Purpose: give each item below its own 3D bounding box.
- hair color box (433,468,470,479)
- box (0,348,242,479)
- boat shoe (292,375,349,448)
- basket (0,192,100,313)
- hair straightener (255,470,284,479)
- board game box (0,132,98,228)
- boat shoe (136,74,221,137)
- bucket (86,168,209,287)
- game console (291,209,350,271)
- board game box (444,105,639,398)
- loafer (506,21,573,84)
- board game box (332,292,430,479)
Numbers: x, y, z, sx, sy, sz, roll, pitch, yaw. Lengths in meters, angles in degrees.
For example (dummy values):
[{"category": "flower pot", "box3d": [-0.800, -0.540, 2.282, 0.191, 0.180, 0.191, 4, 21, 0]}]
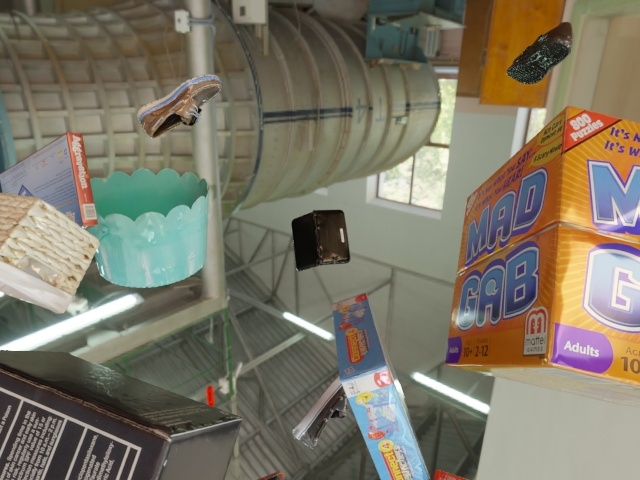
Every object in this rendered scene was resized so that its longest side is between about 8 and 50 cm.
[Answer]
[{"category": "hair color box", "box3d": [0.284, 0.448, 0.763, 0.093, 0.053, 0.167, 36, 153, -28]}, {"category": "box", "box3d": [-0.287, 0.302, 0.495, 0.294, 0.296, 0.183, 13, 168, 17]}, {"category": "boat shoe", "box3d": [0.029, 0.413, 1.106, 0.076, 0.080, 0.228, 38, -136, 15]}, {"category": "basket", "box3d": [-0.380, 0.010, 0.561, 0.167, 0.113, 0.103, 9, -118, 29]}, {"category": "hair straightener", "box3d": [-0.170, 0.526, 0.871, 0.231, 0.047, 0.089, -7, -159, -20]}, {"category": "board game box", "box3d": [-0.469, -0.074, 0.762, 0.281, 0.145, 0.027, -9, 180, 37]}, {"category": "boat shoe", "box3d": [-0.273, -0.264, 0.903, 0.183, 0.066, 0.066, -29, 169, 4]}, {"category": "bucket", "box3d": [-0.383, -0.034, 1.004, 0.281, 0.183, 0.281, 4, -153, -2]}, {"category": "game console", "box3d": [0.000, 0.000, 0.990, 0.107, 0.122, 0.071, -3, 166, -18]}, {"category": "board game box", "box3d": [0.456, 0.065, 0.736, 0.357, 0.356, 0.356, 13, 163, -1]}, {"category": "loafer", "box3d": [0.535, -0.447, 1.080, 0.080, 0.078, 0.220, 28, 175, -8]}, {"category": "board game box", "box3d": [0.119, 0.309, 0.932, 0.086, 0.301, 0.308, -20, -164, 5]}]
